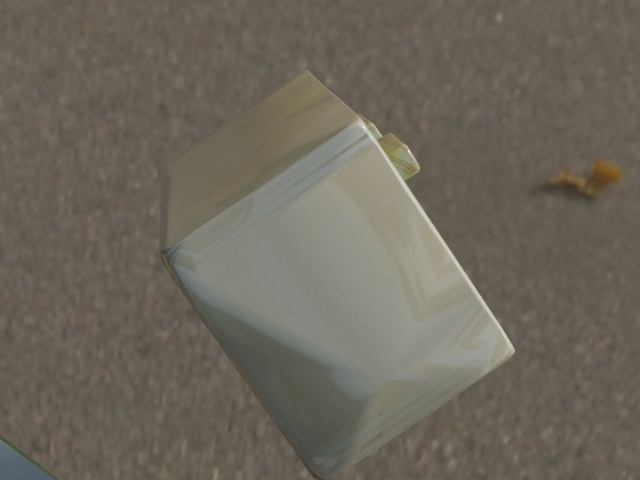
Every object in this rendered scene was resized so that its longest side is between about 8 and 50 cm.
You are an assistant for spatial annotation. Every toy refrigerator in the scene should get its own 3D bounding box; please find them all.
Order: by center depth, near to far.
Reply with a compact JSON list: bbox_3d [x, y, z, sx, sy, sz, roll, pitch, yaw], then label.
[{"bbox_3d":[0.000,0.000,0.807,0.094,0.269,0.102,-34,99,2],"label":"toy refrigerator"}]

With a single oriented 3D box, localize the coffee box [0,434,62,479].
[{"bbox_3d":[-0.291,0.219,1.015,0.337,0.338,0.334,37,77,-3],"label":"coffee box"}]
